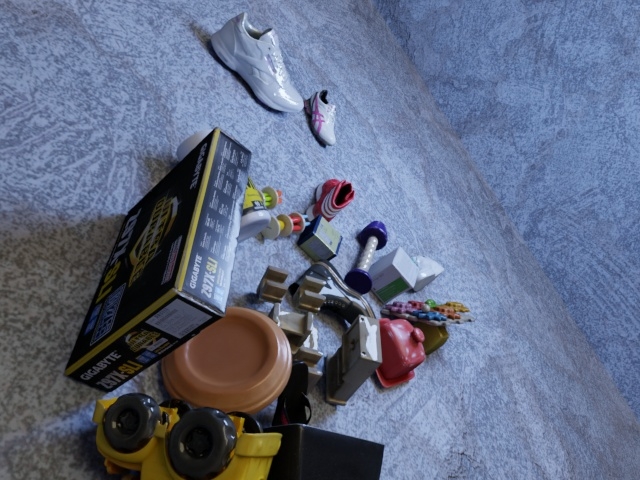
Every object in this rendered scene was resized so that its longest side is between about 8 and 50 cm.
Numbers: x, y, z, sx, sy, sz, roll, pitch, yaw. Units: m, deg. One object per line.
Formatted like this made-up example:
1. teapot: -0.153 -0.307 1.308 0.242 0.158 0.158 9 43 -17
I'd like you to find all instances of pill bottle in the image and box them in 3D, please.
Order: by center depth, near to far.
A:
1. pill bottle: -0.193 -0.103 1.079 0.119 0.119 0.209 -13 71 -58

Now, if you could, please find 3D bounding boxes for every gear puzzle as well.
1. gear puzzle: 0.318 0.182 1.476 0.339 0.175 0.044 5 93 -53

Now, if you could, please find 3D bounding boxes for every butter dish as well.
1. butter dish: 0.186 0.239 1.274 0.160 0.118 0.160 4 58 -53

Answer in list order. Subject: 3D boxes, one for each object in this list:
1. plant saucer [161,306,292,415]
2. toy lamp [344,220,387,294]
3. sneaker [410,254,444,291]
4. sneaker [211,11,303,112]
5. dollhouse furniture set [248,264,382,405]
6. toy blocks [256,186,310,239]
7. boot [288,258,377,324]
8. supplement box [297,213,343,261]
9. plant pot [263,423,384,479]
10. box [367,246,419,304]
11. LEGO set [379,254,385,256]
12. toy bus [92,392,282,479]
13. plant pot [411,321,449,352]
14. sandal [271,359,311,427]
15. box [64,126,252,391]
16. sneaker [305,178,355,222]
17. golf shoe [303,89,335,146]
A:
1. plant saucer: -0.142 0.175 0.844 0.199 0.037 0.200 4 45 -4
2. toy lamp: 0.124 0.032 1.431 0.080 0.080 0.275 47 30 -13
3. sneaker: 0.293 0.087 1.632 0.094 0.080 0.212 49 22 14
4. sneaker: -0.142 -0.466 1.474 0.305 0.152 0.114 40 32 -26
5. dollhouse furniture set: -0.031 0.202 1.037 0.242 0.161 0.212 18 42 -15
6. toy blocks: -0.089 -0.067 1.252 0.148 0.054 0.123 -14 73 -58
7. boot: 0.022 0.145 1.197 0.198 0.077 0.137 45 34 8
8. supplement box: 0.000 0.000 1.308 0.083 0.056 0.083 45 32 -16
9. plant pot: -0.036 0.372 0.794 0.187 0.188 0.167 29 53 -37
10. box: 0.187 0.090 1.436 0.087 0.101 0.102 50 31 -8
11. LEGO set: 0.201 0.067 1.556 0.083 0.023 0.054 31 38 -34
12. toy bus: -0.178 0.304 0.673 0.149 0.220 0.212 56 44 -68
13. plant pot: 0.284 0.246 1.439 0.081 0.083 0.081 7 55 -53
14. sandal: -0.042 0.278 0.898 0.067 0.179 0.040 -16 33 -35
15. box: -0.220 0.020 0.787 0.079 0.257 0.322 34 37 -29
16. sneaker: 0.050 -0.116 1.419 0.087 0.128 0.221 45 33 -18
17. golf shoe: 0.011 -0.371 1.658 0.067 0.086 0.186 10 53 -52
